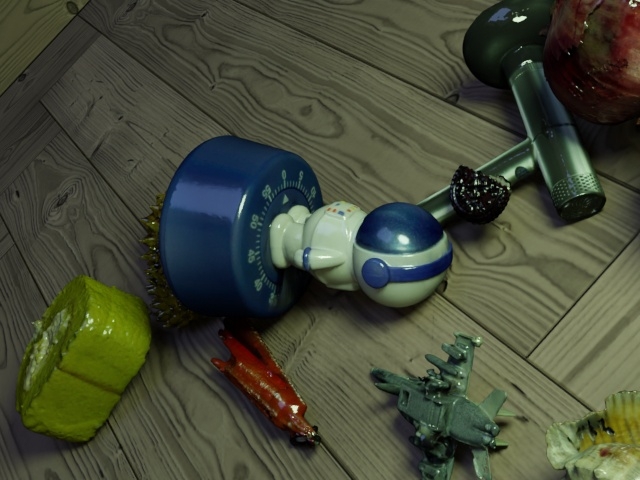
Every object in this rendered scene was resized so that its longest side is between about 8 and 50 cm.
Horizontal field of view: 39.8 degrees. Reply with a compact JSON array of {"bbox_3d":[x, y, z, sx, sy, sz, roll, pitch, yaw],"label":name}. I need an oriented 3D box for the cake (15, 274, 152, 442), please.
[{"bbox_3d":[-0.392,0.192,1.445,0.260,0.156,0.179,-52,30,13],"label":"cake"}]

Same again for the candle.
[{"bbox_3d":[-0.076,0.198,1.242,0.084,0.059,0.301,-56,39,3],"label":"candle"}]

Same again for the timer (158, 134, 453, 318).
[{"bbox_3d":[0.000,0.000,1.231,0.383,0.270,0.270,8,62,29],"label":"timer"}]

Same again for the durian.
[{"bbox_3d":[-0.249,0.005,1.520,0.191,0.112,0.341,-19,48,27],"label":"durian"}]

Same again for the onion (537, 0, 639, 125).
[{"bbox_3d":[0.379,-0.249,1.036,0.219,0.252,0.252,20,66,6],"label":"onion"}]

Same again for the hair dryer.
[{"bbox_3d":[0.222,-0.150,1.209,0.284,0.156,0.320,-13,57,20],"label":"hair dryer"}]

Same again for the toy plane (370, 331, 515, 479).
[{"bbox_3d":[0.121,0.191,1.050,0.262,0.088,0.192,15,95,51],"label":"toy plane"}]

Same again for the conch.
[{"bbox_3d":[0.307,0.213,0.818,0.245,0.163,0.178,-23,53,-18],"label":"conch"}]

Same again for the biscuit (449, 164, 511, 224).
[{"bbox_3d":[0.206,-0.063,1.146,0.087,0.027,0.089,-33,59,35],"label":"biscuit"}]

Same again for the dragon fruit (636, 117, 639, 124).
[{"bbox_3d":[0.456,-0.110,0.894,0.252,0.241,0.241,-22,44,24],"label":"dragon fruit"}]
